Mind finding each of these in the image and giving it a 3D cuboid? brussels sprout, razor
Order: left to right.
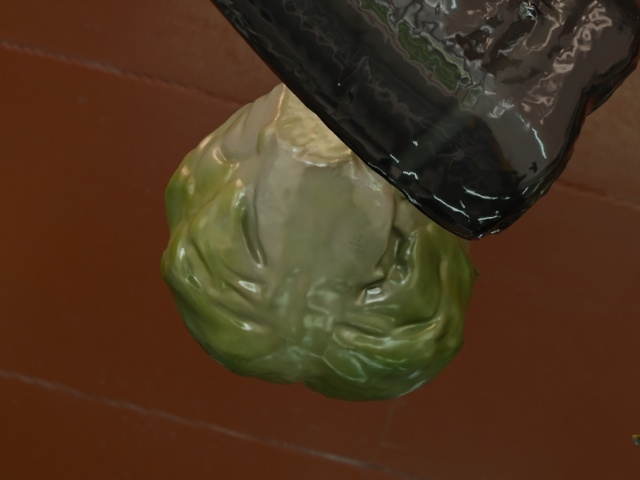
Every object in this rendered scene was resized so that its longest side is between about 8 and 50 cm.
[{"bbox_3d":[-0.008,0.002,1.130,0.273,0.243,0.317,9,133,40],"label":"brussels sprout"},{"bbox_3d":[0.035,-0.175,0.738,0.349,0.204,0.113,46,157,-13],"label":"razor"}]

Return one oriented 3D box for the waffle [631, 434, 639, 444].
[{"bbox_3d":[0.412,0.292,1.258,0.060,0.262,0.280,-36,151,8],"label":"waffle"}]
